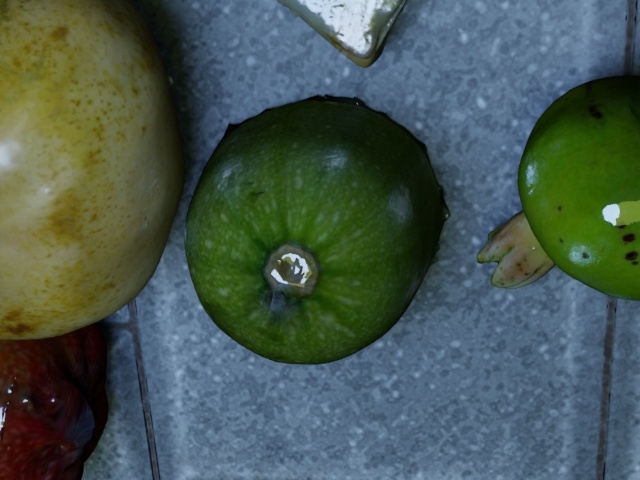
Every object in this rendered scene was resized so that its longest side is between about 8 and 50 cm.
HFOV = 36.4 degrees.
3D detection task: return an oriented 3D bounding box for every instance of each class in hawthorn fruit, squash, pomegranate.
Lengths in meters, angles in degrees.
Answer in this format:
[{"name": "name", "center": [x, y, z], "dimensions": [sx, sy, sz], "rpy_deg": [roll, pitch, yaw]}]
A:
[{"name": "hawthorn fruit", "center": [-0.401, 0.198, 1.195], "dimensions": [0.311, 0.295, 0.295], "rpy_deg": [4, 118, 44]}, {"name": "squash", "center": [-0.016, 0.028, 1.046], "dimensions": [0.310, 0.309, 0.310], "rpy_deg": [3, 114, 6]}, {"name": "pomegranate", "center": [-0.328, -0.089, 0.995], "dimensions": [0.416, 0.417, 0.417], "rpy_deg": [3, 113, 7]}, {"name": "pomegranate", "center": [0.287, -0.039, 1.035], "dimensions": [0.301, 0.236, 0.236], "rpy_deg": [-29, 107, 40]}]

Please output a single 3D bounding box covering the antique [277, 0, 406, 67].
[{"name": "antique", "center": [0.080, -0.333, 0.980], "dimensions": [0.150, 0.125, 0.284], "rpy_deg": [36, 113, -8]}]
